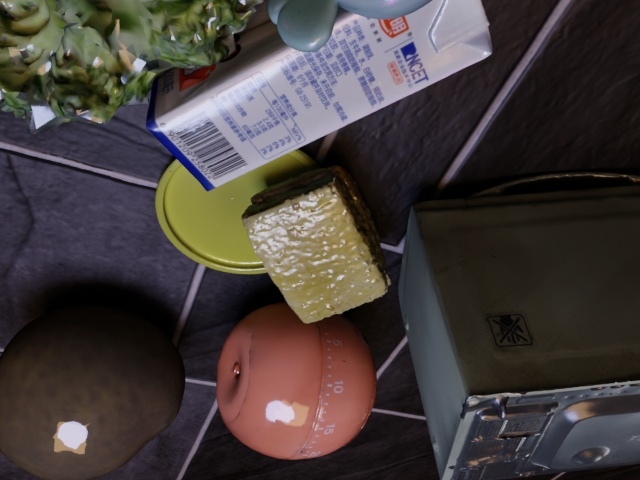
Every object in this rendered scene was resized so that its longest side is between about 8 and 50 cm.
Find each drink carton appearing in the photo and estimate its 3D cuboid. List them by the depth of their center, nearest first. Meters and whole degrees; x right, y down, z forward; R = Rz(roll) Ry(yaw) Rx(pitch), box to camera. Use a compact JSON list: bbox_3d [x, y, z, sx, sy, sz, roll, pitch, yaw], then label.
[{"bbox_3d":[-0.010,-0.180,0.528,0.315,0.130,0.106,-23,138,16],"label":"drink carton"}]

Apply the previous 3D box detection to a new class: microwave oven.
[{"bbox_3d":[0.321,0.109,0.698,0.395,0.333,0.247,-4,137,-2],"label":"microwave oven"}]

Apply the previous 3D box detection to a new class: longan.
[{"bbox_3d":[-0.327,0.213,0.779,0.258,0.258,0.258,-3,132,-3],"label":"longan"}]

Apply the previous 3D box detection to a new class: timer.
[{"bbox_3d":[-0.035,0.205,0.813,0.215,0.229,0.229,14,130,-29],"label":"timer"}]

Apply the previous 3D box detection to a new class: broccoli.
[{"bbox_3d":[-0.179,-0.252,0.365,0.249,0.302,0.375,47,121,9],"label":"broccoli"}]

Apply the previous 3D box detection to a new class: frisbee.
[{"bbox_3d":[-0.098,-0.042,0.724,0.236,0.017,0.236,-2,133,-3],"label":"frisbee"}]

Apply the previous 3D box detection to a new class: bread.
[{"bbox_3d":[0.000,0.000,0.690,0.138,0.102,0.196,-23,127,11],"label":"bread"}]

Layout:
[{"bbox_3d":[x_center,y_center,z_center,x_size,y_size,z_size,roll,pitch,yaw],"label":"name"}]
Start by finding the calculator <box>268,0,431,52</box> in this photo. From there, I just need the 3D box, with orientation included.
[{"bbox_3d":[0.069,-0.270,0.415,0.299,0.185,0.041,-48,146,12],"label":"calculator"}]
